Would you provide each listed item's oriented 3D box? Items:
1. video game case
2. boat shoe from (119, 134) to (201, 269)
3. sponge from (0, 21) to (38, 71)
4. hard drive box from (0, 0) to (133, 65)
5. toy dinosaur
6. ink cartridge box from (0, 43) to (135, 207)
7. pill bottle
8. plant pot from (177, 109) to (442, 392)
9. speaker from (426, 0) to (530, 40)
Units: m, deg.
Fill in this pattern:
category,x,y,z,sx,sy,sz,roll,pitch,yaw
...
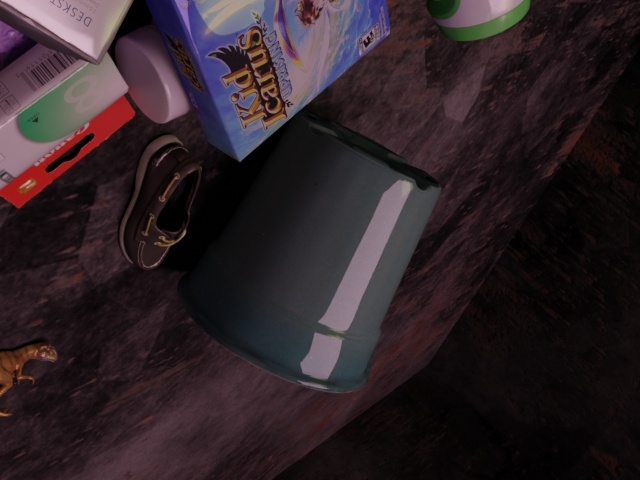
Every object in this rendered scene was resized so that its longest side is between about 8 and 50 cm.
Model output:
category,x,y,z,sx,sy,sz,roll,pitch,yaw
video game case,-0.046,-0.250,0.781,0.244,0.061,0.269,-42,144,-18
boat shoe,-0.216,-0.034,1.074,0.081,0.068,0.228,-27,151,-41
sponge,-0.251,-0.235,0.718,0.117,0.031,0.210,-31,153,-34
hard drive box,-0.179,-0.263,0.508,0.181,0.089,0.232,30,86,-48
toy dinosaur,-0.443,0.178,1.050,0.211,0.064,0.112,-14,124,-69
ink cartridge box,-0.273,-0.105,0.812,0.181,0.056,0.225,-40,166,-8
pill bottle,-0.114,-0.219,0.883,0.208,0.119,0.119,-35,155,-28
plant pot,0.000,0.000,1.235,0.341,0.341,0.334,0,121,-62
speaker,0.142,-0.374,0.860,0.131,0.131,0.296,-40,128,-18
